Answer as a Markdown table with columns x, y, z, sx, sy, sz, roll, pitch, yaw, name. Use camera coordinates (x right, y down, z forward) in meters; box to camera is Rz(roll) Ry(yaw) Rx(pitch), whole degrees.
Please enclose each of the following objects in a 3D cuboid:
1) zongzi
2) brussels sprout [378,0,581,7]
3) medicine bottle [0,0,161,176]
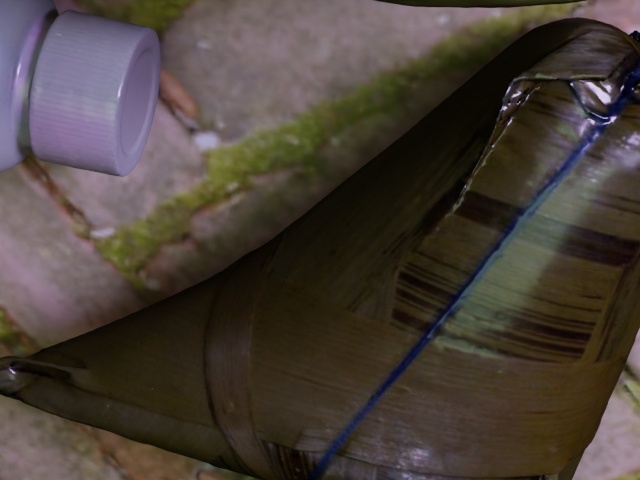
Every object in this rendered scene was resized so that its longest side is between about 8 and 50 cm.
| x | y | z | sx | sy | sz | roll | pitch | yaw | name |
| --- | --- | --- | --- | --- | --- | --- | --- | --- | --- |
| 0.000 | 0.000 | 0.565 | 0.289 | 0.123 | 0.260 | 19 | 113 | 5 | zongzi |
| 0.033 | -0.191 | 0.373 | 0.328 | 0.328 | 0.247 | 17 | 90 | 2 | brussels sprout |
| -0.205 | -0.088 | 0.570 | 0.260 | 0.095 | 0.095 | 12 | 118 | 3 | medicine bottle |
